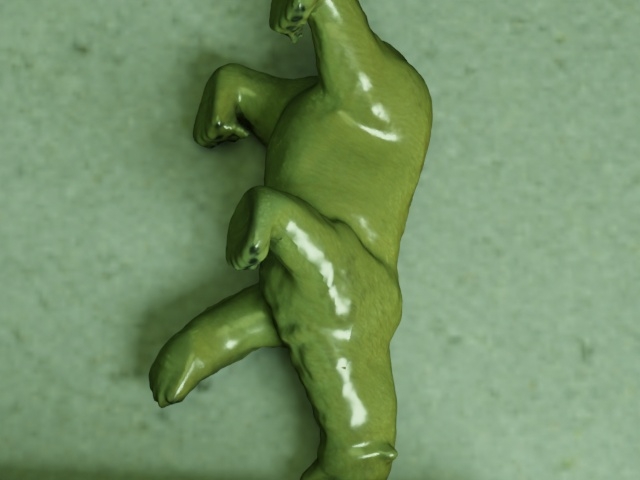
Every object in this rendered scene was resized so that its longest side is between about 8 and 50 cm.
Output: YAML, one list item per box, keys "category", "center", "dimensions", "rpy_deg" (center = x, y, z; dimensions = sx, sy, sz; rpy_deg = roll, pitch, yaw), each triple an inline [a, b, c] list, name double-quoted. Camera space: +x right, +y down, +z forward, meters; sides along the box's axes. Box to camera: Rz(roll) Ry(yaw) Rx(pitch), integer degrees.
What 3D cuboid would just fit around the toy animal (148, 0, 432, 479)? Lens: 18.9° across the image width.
- category: "toy animal"
  center: [0.000, 0.000, 0.810]
  dimensions: [0.101, 0.103, 0.219]
  rpy_deg: [17, 68, -22]
